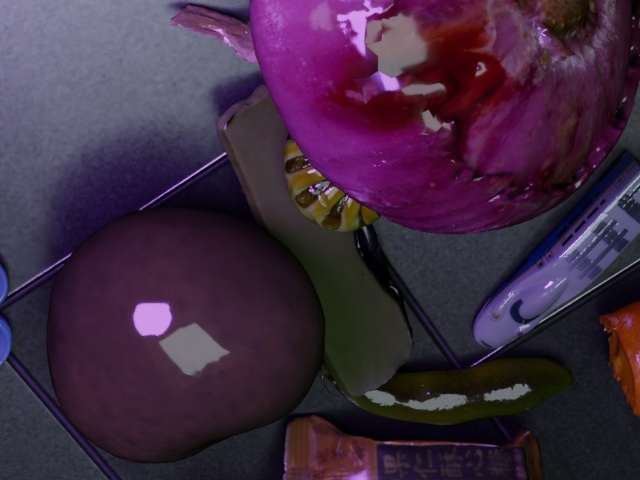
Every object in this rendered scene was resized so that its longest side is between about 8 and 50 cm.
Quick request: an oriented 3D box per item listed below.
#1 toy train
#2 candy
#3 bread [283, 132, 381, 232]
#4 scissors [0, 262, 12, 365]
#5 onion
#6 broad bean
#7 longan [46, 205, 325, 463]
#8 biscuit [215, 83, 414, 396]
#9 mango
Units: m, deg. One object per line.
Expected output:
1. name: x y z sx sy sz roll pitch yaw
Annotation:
1. toy train: 0.231 0.022 1.840 0.052 0.051 0.234 37 104 -21
2. candy: 0.089 0.238 1.888 0.271 0.143 0.101 1 158 -11
3. bread: 0.032 -0.076 1.716 0.139 0.071 0.130 -24 108 -29
4. scissors: -0.405 0.072 1.743 0.256 0.030 0.125 -5 116 -12
5. onion: 0.092 -0.177 1.574 0.358 0.345 0.358 5 78 -22
6. broad bean: 0.126 0.145 1.882 0.255 0.046 0.065 -1 90 -10
7. longan: -0.118 0.081 1.701 0.246 0.215 0.246 14 140 12
8. biscuit: 0.000 0.000 1.778 0.099 0.038 0.322 -36 121 -19
9. mango: 0.395 0.120 1.883 0.252 0.126 0.154 4 127 -15
